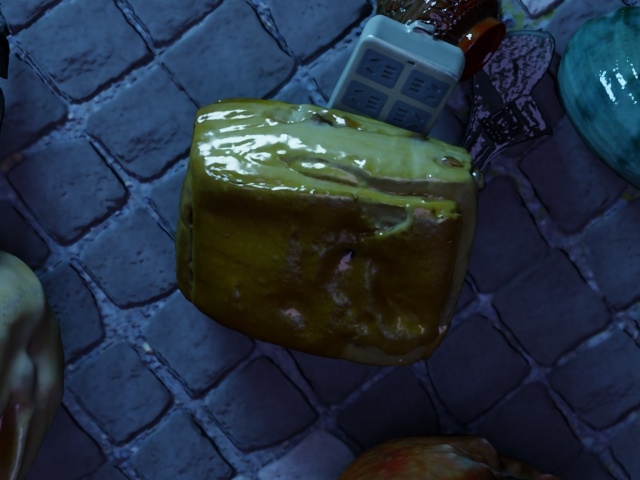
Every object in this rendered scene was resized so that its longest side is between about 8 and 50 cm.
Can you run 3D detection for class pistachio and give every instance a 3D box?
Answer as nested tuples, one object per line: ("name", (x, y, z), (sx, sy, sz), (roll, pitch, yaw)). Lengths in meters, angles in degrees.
("pistachio", (-0.340, 0.133, 1.538), (0.309, 0.230, 0.230), (-34, 106, 11))

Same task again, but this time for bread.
("bread", (0.000, 0.000, 1.521), (0.235, 0.099, 0.210), (13, 131, 5))

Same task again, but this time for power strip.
("power strip", (0.047, -0.101, 1.514), (0.081, 0.035, 0.192), (23, 142, -4))

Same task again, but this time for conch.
("conch", (0.307, -0.114, 1.521), (0.202, 0.134, 0.196), (-39, 106, 10))

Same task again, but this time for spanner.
("spanner", (0.095, -0.036, 1.593), (0.093, 0.026, 0.325), (33, 104, -11))

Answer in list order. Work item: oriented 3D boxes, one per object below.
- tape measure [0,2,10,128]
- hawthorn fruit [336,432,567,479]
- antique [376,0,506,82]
("tape measure", (-0.346, -0.067, 1.472), (0.235, 0.207, 0.115), (-10, 152, 0))
("hawthorn fruit", (0.114, 0.301, 1.582), (0.275, 0.275, 0.300), (5, 121, -4))
("antique", (0.090, -0.175, 1.513), (0.104, 0.104, 0.104), (-1, 107, -2))
